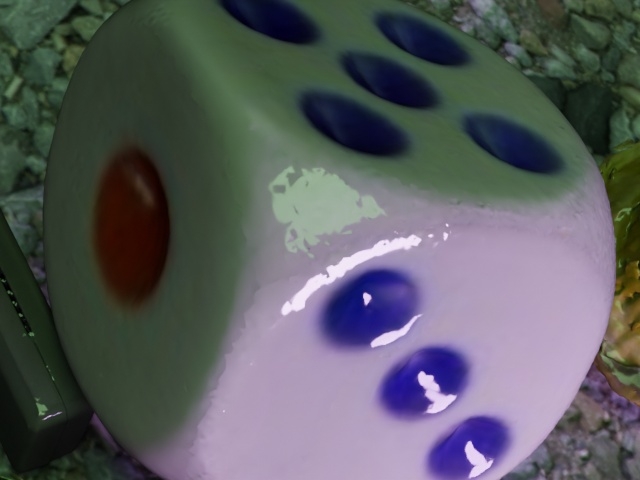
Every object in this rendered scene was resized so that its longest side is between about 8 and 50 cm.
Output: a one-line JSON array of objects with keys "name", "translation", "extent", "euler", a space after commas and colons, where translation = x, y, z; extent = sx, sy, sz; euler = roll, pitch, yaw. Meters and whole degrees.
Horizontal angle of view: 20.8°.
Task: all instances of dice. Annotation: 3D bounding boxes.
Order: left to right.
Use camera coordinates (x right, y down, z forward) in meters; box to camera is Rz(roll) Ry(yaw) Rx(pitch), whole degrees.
[{"name": "dice", "translation": [0.000, 0.000, 1.198], "extent": [0.304, 0.277, 0.304], "euler": [3, 33, -34]}]

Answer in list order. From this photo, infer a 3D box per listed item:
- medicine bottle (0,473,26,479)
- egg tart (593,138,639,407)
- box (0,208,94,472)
[{"name": "medicine bottle", "translation": [-0.223, 0.226, 1.097], "extent": [0.124, 0.239, 0.124], "euler": [7, 64, -14]}, {"name": "egg tart", "translation": [0.366, 0.026, 1.418], "extent": [0.341, 0.132, 0.341], "euler": [5, 62, -10]}, {"name": "box", "translation": [-0.242, 0.043, 1.266], "extent": [0.055, 0.103, 0.243], "euler": [-20, 70, -28]}]
